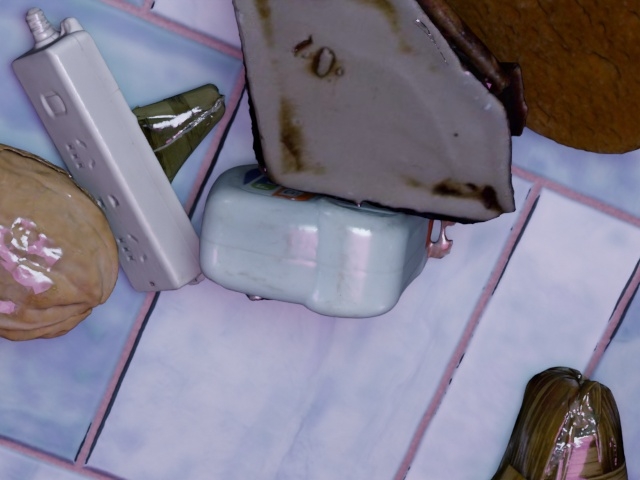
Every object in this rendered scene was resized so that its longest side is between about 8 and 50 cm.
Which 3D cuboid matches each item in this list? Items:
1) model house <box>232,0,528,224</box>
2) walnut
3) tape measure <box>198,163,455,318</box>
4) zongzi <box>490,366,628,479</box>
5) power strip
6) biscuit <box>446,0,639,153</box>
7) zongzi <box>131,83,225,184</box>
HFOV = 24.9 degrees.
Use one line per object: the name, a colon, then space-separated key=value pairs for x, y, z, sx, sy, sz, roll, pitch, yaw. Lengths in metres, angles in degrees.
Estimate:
model house: x=0.055 y=-0.216 z=1.413 sx=0.317 sy=0.282 sz=0.297 roll=8 pitch=127 yaw=-4
walnut: x=-0.325 y=0.002 z=1.484 sx=0.245 sy=0.198 sz=0.198 roll=31 pitch=100 yaw=-6
tape measure: x=0.001 y=0.000 z=1.491 sx=0.246 sy=0.243 sz=0.125 roll=9 pitch=103 yaw=12
zongzi: x=0.206 y=0.297 z=1.652 sx=0.288 sy=0.134 sz=0.286 roll=-7 pitch=100 yaw=4
power strip: x=-0.221 y=-0.087 z=1.512 sx=0.058 sy=0.098 sz=0.338 roll=-37 pitch=108 yaw=-32
biscuit: x=0.229 y=-0.271 z=1.422 sx=0.070 sy=0.350 sz=0.394 roll=-40 pitch=142 yaw=-30
zongzi: x=-0.140 y=-0.102 z=1.547 sx=0.104 sy=0.052 sz=0.113 roll=-18 pitch=119 yaw=-6
